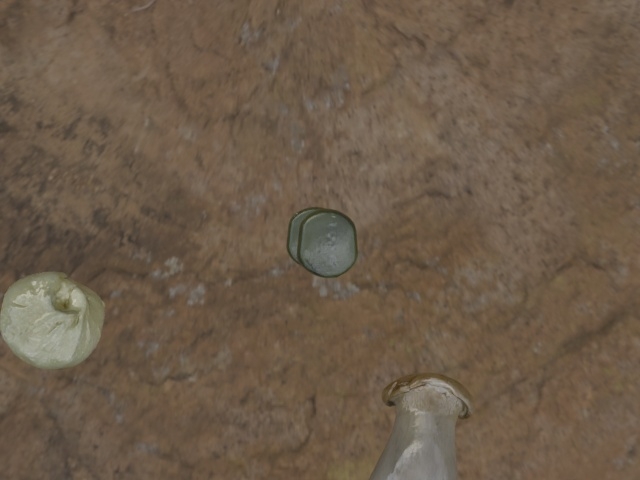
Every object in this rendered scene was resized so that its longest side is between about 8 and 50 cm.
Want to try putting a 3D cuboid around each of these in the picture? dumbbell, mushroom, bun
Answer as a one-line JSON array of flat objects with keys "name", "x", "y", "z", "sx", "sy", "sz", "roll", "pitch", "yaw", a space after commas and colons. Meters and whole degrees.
[{"name": "dumbbell", "x": 0.000, "y": 0.000, "z": 0.840, "sx": 0.046, "sy": 0.118, "sz": 0.052, "roll": 1, "pitch": 92, "yaw": -6}, {"name": "mushroom", "x": 0.093, "y": 0.238, "z": 1.085, "sx": 0.097, "sy": 0.088, "sz": 0.212, "roll": 1, "pitch": 75, "yaw": 34}, {"name": "bun", "x": -0.212, "y": 0.059, "z": 0.860, "sx": 0.086, "sy": 0.086, "sz": 0.055, "roll": 22, "pitch": 141, "yaw": -8}]
